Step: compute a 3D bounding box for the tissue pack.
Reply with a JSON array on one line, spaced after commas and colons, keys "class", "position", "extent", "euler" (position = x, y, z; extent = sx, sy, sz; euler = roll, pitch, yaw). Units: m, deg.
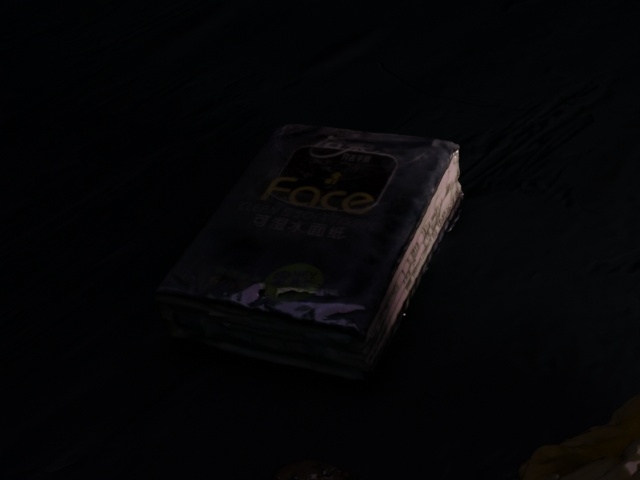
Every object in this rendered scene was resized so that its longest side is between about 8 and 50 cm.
[{"class": "tissue pack", "position": [0.000, 0.000, 0.839], "extent": [0.173, 0.073, 0.235], "euler": [10, 43, 22]}]

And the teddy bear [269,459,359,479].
[{"class": "teddy bear", "position": [0.025, 0.179, 0.613], "extent": [0.119, 0.078, 0.160], "euler": [-11, 12, -29]}]

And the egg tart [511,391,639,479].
[{"class": "egg tart", "position": [0.222, 0.113, 0.533], "extent": [0.288, 0.288, 0.118], "euler": [-21, 76, -13]}]
